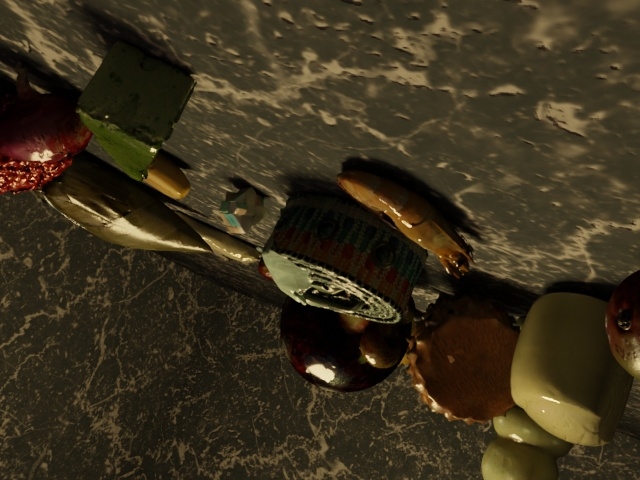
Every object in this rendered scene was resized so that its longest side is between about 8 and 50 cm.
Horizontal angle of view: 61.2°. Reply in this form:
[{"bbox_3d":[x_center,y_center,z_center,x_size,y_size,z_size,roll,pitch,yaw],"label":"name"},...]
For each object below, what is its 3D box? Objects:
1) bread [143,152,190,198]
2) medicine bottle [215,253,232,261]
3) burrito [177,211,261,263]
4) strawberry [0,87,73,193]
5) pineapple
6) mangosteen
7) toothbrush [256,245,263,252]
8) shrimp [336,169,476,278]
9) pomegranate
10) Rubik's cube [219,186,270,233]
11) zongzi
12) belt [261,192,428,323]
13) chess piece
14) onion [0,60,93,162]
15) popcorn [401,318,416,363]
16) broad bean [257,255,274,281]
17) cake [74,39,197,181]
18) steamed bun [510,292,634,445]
[{"bbox_3d":[-0.287,-0.125,0.984,0.115,0.056,0.082,34,165,-17],"label":"bread"},{"bbox_3d":[-0.369,-0.005,1.662,0.201,0.052,0.171,22,168,8],"label":"medicine bottle"},{"bbox_3d":[-0.296,-0.001,1.523,0.275,0.059,0.082,27,159,-14],"label":"burrito"},{"bbox_3d":[-0.551,-0.169,0.957,0.187,0.201,0.184,43,136,-19],"label":"strawberry"},{"bbox_3d":[0.267,0.199,1.042,0.223,0.223,0.357,22,-175,6],"label":"pineapple"},{"bbox_3d":[0.059,0.165,1.082,0.288,0.288,0.288,22,168,5],"label":"mangosteen"},{"bbox_3d":[-0.108,0.060,1.556,0.193,0.013,0.019,32,157,-34],"label":"toothbrush"},{"bbox_3d":[0.111,-0.022,0.708,0.236,0.053,0.133,33,163,-27],"label":"shrimp"},{"bbox_3d":[0.374,0.079,0.552,0.129,0.159,0.129,158,90,-76],"label":"pomegranate"},{"bbox_3d":[-0.140,-0.060,0.964,0.075,0.084,0.073,-13,119,43],"label":"Rubik's cube"},{"bbox_3d":[-0.460,-0.066,1.297,0.360,0.160,0.323,20,169,16],"label":"zongzi"},{"bbox_3d":[0.030,0.030,0.855,0.257,0.150,0.207,13,156,36],"label":"belt"},{"bbox_3d":[0.408,0.327,1.013,0.182,0.330,0.182,23,167,6],"label":"chess piece"},{"bbox_3d":[-0.428,-0.199,0.819,0.150,0.150,0.140,18,131,22],"label":"onion"},{"bbox_3d":[0.155,0.255,1.512,0.250,0.190,0.250,21,161,8],"label":"popcorn"},{"bbox_3d":[-0.091,0.080,1.461,0.114,0.084,0.165,34,-175,42],"label":"broad bean"},{"bbox_3d":[-0.236,-0.149,0.680,0.099,0.100,0.235,29,167,-18],"label":"cake"},{"bbox_3d":[0.368,0.189,0.797,0.154,0.200,0.250,14,163,39],"label":"steamed bun"}]
